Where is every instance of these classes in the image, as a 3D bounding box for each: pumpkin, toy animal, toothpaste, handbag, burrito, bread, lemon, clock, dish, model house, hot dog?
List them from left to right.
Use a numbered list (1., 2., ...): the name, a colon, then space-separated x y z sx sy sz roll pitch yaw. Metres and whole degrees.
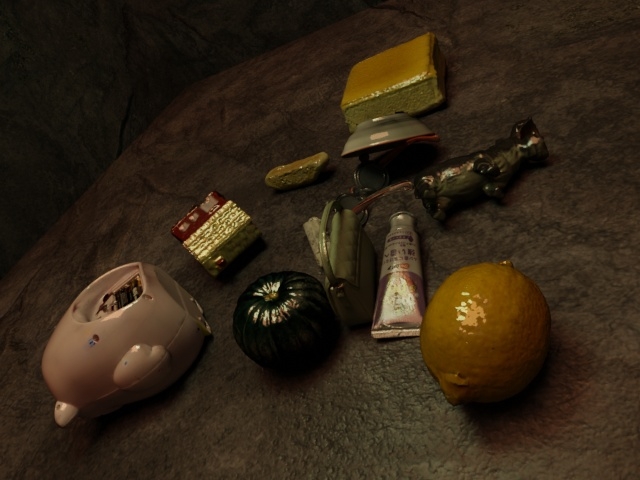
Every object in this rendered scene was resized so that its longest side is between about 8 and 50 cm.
1. clock: -0.498 0.239 1.186 0.376 0.251 0.368 -38 33 -7
2. model house: -0.289 -0.008 1.409 0.196 0.160 0.254 -42 36 -12
3. pumpkin: -0.076 0.162 1.011 0.220 0.162 0.221 -13 40 11
4. hot dog: -0.070 -0.214 1.556 0.242 0.073 0.084 -13 35 33
5. burrito: 0.000 -0.001 1.243 0.064 0.064 0.203 -31 35 4
6. handbag: 0.048 0.033 1.015 0.079 0.219 0.256 -17 36 19
7. dish: 0.175 -0.296 1.324 0.260 0.085 0.260 -13 5 1
8. bread: 0.249 -0.520 1.611 0.333 0.143 0.324 -13 40 29
9. toothpaste: 0.169 0.068 1.013 0.113 0.073 0.299 -7 47 19
10. lemon: 0.249 0.138 0.743 0.188 0.188 0.257 7 54 45
11. toy animal: 0.375 -0.160 1.090 0.343 0.106 0.168 -27 26 -2

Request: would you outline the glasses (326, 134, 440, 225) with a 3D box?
1. glasses: 0.149 -0.167 1.186 0.234 0.118 0.268 -55 7 -31
